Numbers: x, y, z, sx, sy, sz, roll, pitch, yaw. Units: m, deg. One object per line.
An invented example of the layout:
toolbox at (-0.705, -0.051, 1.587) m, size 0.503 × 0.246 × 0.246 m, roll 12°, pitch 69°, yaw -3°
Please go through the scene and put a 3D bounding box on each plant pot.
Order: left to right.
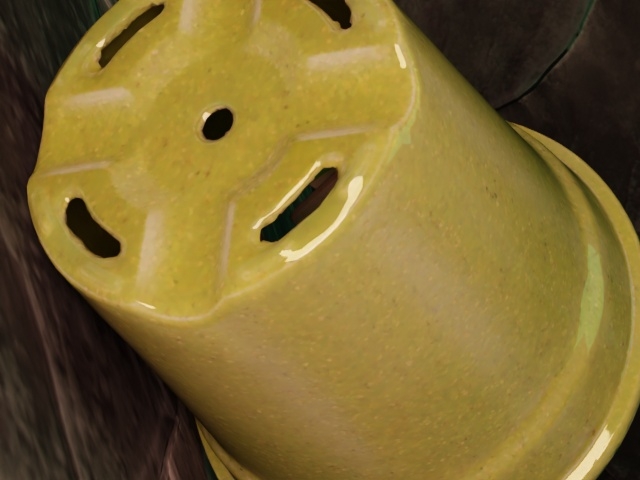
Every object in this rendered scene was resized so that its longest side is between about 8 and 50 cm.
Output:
plant pot at (0.000, 0.000, 0.653) m, size 0.254 × 0.276 × 0.276 m, roll 46°, pitch 24°, yaw -54°

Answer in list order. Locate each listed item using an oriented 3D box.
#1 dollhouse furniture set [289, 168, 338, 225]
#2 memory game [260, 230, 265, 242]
dollhouse furniture set at (0.039, -0.055, 1.023) m, size 0.262 × 0.135 × 0.259 m, roll 32°, pitch 18°, yaw -24°
memory game at (-0.080, -0.044, 1.253) m, size 0.186 × 0.012 × 0.186 m, roll -17°, pitch 90°, yaw -85°
